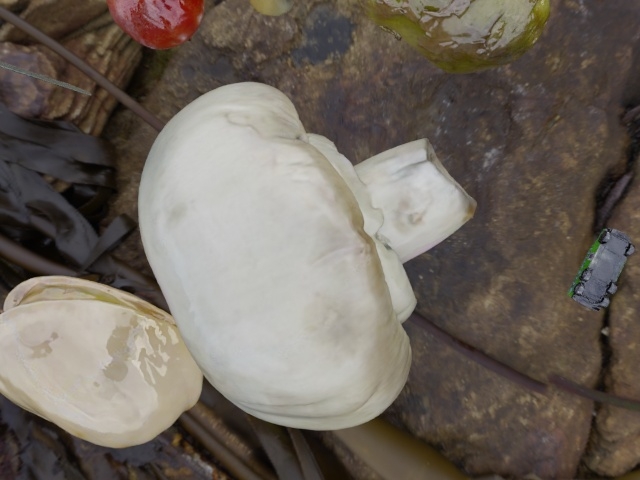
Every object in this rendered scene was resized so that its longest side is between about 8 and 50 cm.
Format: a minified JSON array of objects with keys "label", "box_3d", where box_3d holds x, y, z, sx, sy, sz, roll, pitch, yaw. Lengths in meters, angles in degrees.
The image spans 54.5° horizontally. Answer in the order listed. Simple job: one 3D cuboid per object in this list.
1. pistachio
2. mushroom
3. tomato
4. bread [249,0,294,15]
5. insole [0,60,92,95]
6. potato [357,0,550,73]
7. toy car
[{"label":"pistachio","box_3d":[-0.332,0.180,0.934,0.321,0.229,0.238,23,111,-14]},{"label":"mushroom","box_3d":[0.000,0.000,0.468,0.234,0.254,0.260,-24,130,0]},{"label":"tomato","box_3d":[-0.296,-0.432,1.106,0.186,0.151,0.187,-1,82,7]},{"label":"bread","box_3d":[-0.001,-0.632,1.214,0.423,0.329,0.245,-33,94,20]},{"label":"insole","box_3d":[-0.479,-0.274,1.006,0.080,0.232,0.003,32,104,41]},{"label":"potato","box_3d":[0.218,-0.366,0.955,0.299,0.246,0.196,-4,67,-32]},{"label":"toy car","box_3d":[0.560,0.057,1.244,0.071,0.062,0.165,26,90,-3]}]
